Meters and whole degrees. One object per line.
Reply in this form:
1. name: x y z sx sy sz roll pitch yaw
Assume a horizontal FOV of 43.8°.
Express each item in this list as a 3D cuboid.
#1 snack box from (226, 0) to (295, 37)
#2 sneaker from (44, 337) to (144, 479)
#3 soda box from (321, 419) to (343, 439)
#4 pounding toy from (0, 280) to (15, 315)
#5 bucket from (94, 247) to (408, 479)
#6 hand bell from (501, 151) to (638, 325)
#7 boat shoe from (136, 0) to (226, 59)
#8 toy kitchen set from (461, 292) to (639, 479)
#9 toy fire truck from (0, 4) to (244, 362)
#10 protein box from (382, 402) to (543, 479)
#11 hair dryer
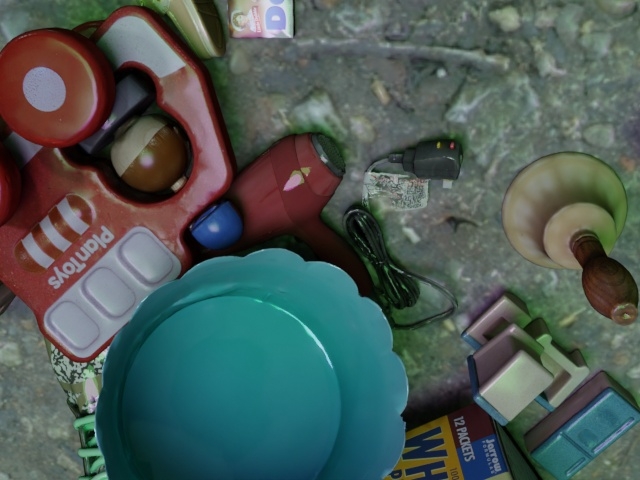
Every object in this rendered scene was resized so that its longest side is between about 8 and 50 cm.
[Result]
1. snack box: -0.058 -0.281 0.742 0.064 0.022 0.178 0 110 4
2. sneaker: -0.199 0.245 0.856 0.158 0.182 0.410 -19 99 9
3. soda box: -0.020 0.239 0.911 0.181 0.058 0.061 -22 107 13
4. pounding toy: -0.408 0.053 0.835 0.130 0.141 0.100 38 109 -8
5. bucket: -0.070 0.156 0.757 0.281 0.183 0.281 3 77 -12
6. hand bell: 0.238 0.011 0.704 0.126 0.242 0.126 2 110 5
7. boat shoe: -0.149 -0.241 0.749 0.059 0.063 0.170 -26 96 17
8. toy kitchen set: 0.223 0.178 0.807 0.207 0.166 0.122 39 109 -9
9. toy fire truck: -0.209 -0.055 0.756 0.302 0.169 0.254 -40 101 14
10. protein box: 0.141 0.310 0.848 0.199 0.136 0.201 -27 126 14
11. hair dryer: 0.000 0.000 0.810 0.293 0.080 0.224 4 112 5
